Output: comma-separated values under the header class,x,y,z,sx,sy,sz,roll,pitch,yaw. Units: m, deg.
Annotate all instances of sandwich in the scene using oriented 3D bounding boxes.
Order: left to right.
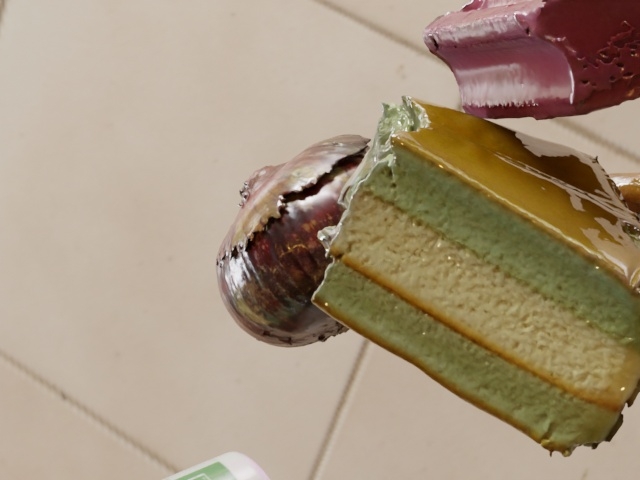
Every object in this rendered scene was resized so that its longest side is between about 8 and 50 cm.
class,x,y,z,sx,sy,sz,roll,pitch,yaw
sandwich,0.107,0.019,1.056,0.198,0.227,0.155,16,115,-17

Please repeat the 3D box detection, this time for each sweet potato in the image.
class,x,y,z,sx,sy,sz,roll,pitch,yaw
sweet potato,0.240,-0.028,1.380,0.195,0.056,0.056,-19,92,24

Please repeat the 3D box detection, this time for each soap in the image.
class,x,y,z,sx,sy,sz,roll,pitch,yaw
soap,0.186,-0.156,1.058,0.162,0.250,0.099,-26,100,-11

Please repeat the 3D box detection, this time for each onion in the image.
class,x,y,z,sx,sy,sz,roll,pitch,yaw
onion,0.000,0.000,1.496,0.190,0.246,0.246,48,119,6

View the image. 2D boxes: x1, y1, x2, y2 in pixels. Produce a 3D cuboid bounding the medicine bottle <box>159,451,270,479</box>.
class,x,y,z,sx,sy,sz,roll,pitch,yaw
medicine bottle,-0.151,0.249,0.994,0.133,0.274,0.133,47,148,42
